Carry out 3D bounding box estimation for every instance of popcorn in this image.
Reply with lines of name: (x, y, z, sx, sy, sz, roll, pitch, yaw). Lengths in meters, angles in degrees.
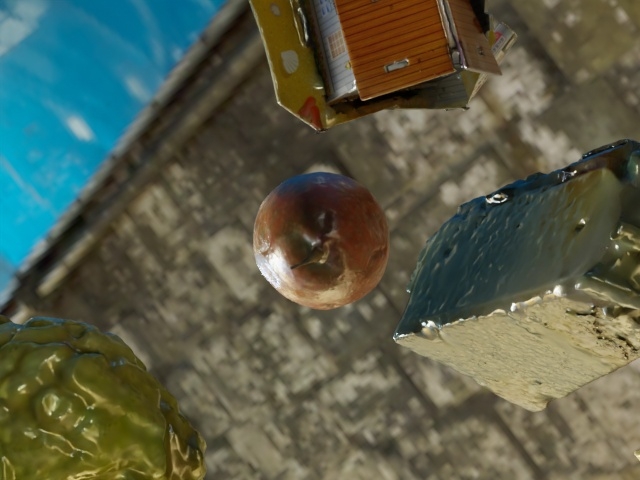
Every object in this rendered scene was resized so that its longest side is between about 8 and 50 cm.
popcorn: (-0.214, 0.160, 1.156, 0.206, 0.251, 0.237, -37, -21, 4)

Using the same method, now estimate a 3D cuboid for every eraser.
eraser: (0.227, -0.246, 2.015, 0.122, 0.029, 0.052, -53, -10, 8)

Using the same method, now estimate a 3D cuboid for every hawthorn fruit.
hawthorn fruit: (0.011, 0.003, 1.471, 0.149, 0.149, 0.189, -37, 19, -13)

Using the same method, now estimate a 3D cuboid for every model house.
model house: (0.063, -0.202, 1.020, 0.207, 0.219, 0.136, -12, -2, -28)

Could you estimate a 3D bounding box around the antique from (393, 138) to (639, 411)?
antique: (0.179, 0.026, 1.037, 0.125, 0.150, 0.284, -68, 12, -21)

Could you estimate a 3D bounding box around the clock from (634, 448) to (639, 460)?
clock: (0.569, 0.301, 1.830, 0.200, 0.317, 0.244, -22, 19, 38)
